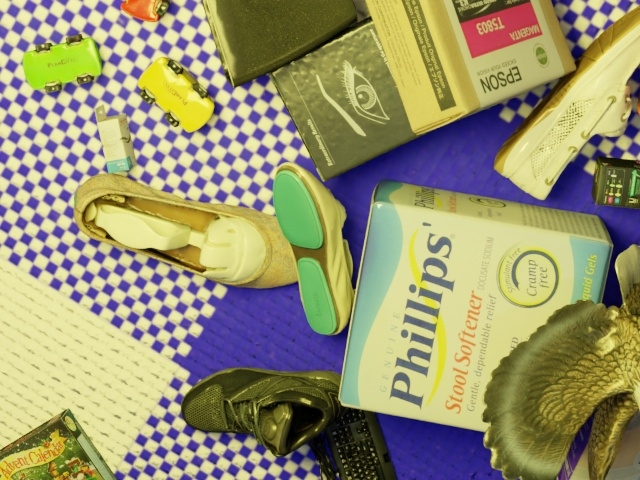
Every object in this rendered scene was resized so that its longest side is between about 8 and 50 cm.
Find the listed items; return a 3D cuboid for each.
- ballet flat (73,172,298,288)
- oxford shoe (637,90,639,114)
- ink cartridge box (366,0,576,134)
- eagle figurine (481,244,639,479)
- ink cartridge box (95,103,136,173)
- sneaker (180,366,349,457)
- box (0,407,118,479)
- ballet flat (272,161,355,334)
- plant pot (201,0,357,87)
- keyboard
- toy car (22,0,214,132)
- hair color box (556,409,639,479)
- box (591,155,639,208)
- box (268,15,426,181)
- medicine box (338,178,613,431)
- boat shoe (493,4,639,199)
[{"bbox_3d":[-0.164,0.001,1.866,0.316,0.106,0.108,14,104,2],"label":"ballet flat"},{"bbox_3d":[0.514,-0.269,1.734,0.132,0.130,0.364,35,105,-11],"label":"oxford shoe"},{"bbox_3d":[0.171,-0.247,1.702,0.088,0.234,0.193,-19,94,44],"label":"ink cartridge box"},{"bbox_3d":[0.338,0.167,1.697,0.298,0.225,0.226,-41,86,18],"label":"eagle figurine"},{"bbox_3d":[-0.257,-0.130,1.874,0.028,0.048,0.083,-10,102,7],"label":"ink cartridge box"},{"bbox_3d":[-0.084,0.217,1.894,0.227,0.130,0.087,-2,102,18],"label":"sneaker"},{"bbox_3d":[-0.391,0.352,1.999,0.233,0.044,0.159,-32,99,11],"label":"box"},{"bbox_3d":[0.000,0.000,1.841,0.086,0.086,0.248,-6,121,7],"label":"ballet flat"},{"bbox_3d":[-0.057,-0.298,1.759,0.167,0.188,0.187,-17,101,-4],"label":"plant pot"},{"bbox_3d":[0.043,0.301,1.952,0.100,0.038,0.192,-17,100,9],"label":"keyboard"},{"bbox_3d":[-0.257,-0.237,1.848,0.225,0.053,0.239,-12,101,8],"label":"toy car"},{"bbox_3d":[0.447,0.196,1.856,0.185,0.110,0.339,23,102,1],"label":"hair color box"},{"bbox_3d":[0.378,-0.070,1.822,0.083,0.062,0.052,6,105,4],"label":"box"},{"bbox_3d":[0.063,-0.187,1.801,0.207,0.108,0.153,-24,100,11],"label":"box"},{"bbox_3d":[0.186,0.086,1.832,0.289,0.149,0.264,10,104,2],"label":"medicine box"},{"bbox_3d":[0.330,-0.164,1.792,0.096,0.098,0.277,39,112,-5],"label":"boat shoe"}]
